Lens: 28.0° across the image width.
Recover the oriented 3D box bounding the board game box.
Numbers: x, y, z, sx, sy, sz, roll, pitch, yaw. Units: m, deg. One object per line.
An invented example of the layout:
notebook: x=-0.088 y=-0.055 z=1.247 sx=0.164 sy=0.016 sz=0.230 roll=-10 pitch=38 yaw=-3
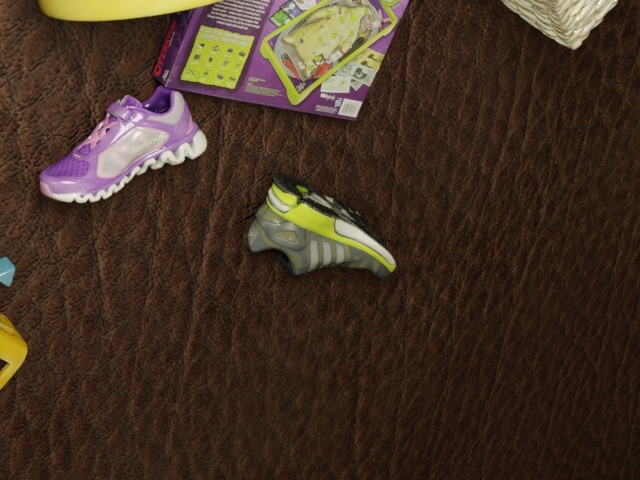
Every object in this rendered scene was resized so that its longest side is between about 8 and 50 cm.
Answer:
board game box: x=-0.046 y=-0.283 z=1.737 sx=0.347 sy=0.056 sz=0.208 roll=6 pitch=121 yaw=-43

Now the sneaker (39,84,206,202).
sneaker: x=-0.259 y=-0.129 z=1.644 sx=0.236 sy=0.095 sz=0.104 roll=-28 pitch=129 yaw=-28

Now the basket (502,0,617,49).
basket: x=0.287 y=-0.480 z=1.633 sx=0.328 sy=0.331 sz=0.266 roll=-48 pitch=159 yaw=1

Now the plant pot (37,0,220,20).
plant pot: x=-0.204 y=-0.384 z=1.391 sx=0.254 sy=0.254 sz=0.239 roll=-21 pitch=116 yaw=-28

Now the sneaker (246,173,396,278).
sneaker: x=0.000 y=0.000 z=1.963 sx=0.121 sy=0.111 sz=0.300 roll=-48 pitch=134 yaw=15

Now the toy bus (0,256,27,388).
toy bus: x=-0.471 y=0.121 z=1.635 sx=0.202 sy=0.104 sz=0.190 roll=-18 pitch=130 yaw=-31
